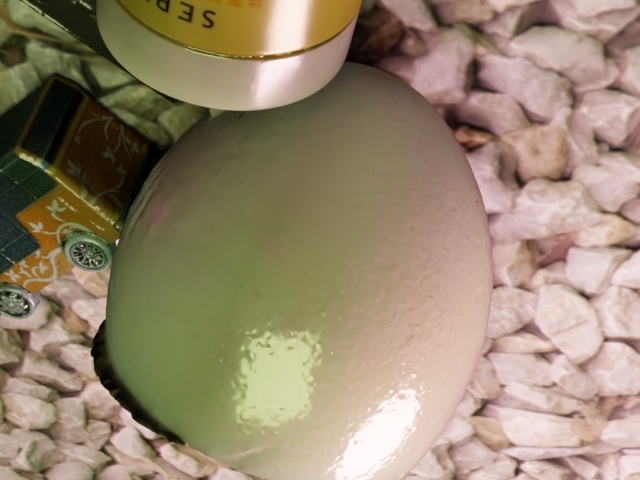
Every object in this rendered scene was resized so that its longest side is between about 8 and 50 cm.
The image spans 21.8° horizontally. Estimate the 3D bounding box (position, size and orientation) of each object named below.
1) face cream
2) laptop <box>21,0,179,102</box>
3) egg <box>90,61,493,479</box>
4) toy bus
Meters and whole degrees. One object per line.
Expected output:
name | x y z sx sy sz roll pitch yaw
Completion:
face cream | -0.066 -0.243 1.333 0.218 0.218 0.179 15 137 0
laptop | -0.174 -0.223 1.528 0.207 0.026 0.154 34 135 -19
egg | 0.000 0.000 1.509 0.355 0.354 0.339 19 113 -5
toy bus | -0.310 -0.030 1.691 0.167 0.138 0.275 40 131 -23
